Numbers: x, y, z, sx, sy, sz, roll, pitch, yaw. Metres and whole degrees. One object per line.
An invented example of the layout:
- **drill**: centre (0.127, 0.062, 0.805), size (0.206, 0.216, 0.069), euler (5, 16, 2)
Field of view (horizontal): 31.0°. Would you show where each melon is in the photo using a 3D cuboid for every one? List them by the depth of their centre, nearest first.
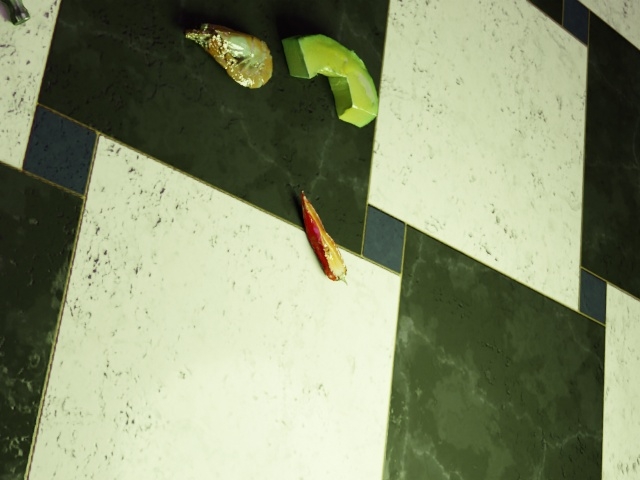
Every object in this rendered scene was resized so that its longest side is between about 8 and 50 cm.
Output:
- **melon**: centre (0.021, -0.291, 2.011), size (0.210, 0.064, 0.118), euler (24, 68, -36)

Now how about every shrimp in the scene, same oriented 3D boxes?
- **shrimp**: centre (-0.144, -0.307, 1.861), size (0.184, 0.043, 0.091), euler (24, 66, -40)

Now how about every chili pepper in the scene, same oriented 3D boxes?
- **chili pepper**: centre (0.000, 0.000, 1.932), size (0.045, 0.027, 0.178), euler (-39, 107, -48)

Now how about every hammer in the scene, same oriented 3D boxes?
- **hammer**: centre (-0.502, -0.312, 1.517), size (0.246, 0.029, 0.103), euler (-29, 100, -44)
